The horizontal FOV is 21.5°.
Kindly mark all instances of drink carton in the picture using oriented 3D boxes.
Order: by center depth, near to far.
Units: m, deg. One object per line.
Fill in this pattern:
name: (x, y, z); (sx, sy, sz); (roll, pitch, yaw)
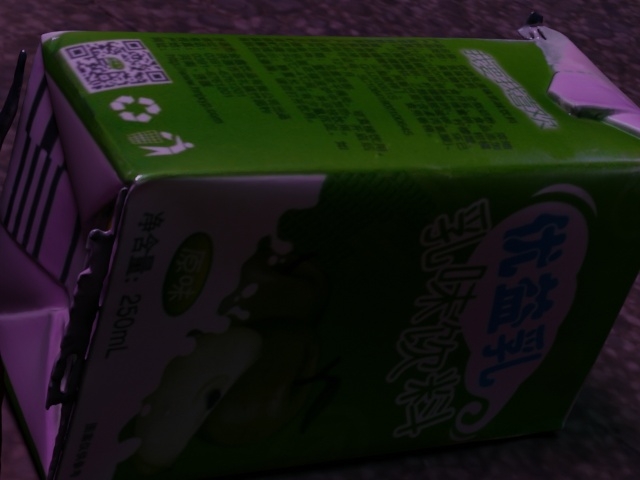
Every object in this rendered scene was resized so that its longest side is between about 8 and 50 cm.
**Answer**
drink carton: (0.000, 0.000, 0.691); (0.271, 0.161, 0.108); (-3, 39, -32)

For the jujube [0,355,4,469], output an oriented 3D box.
jujube: (-0.187, 0.061, 0.456); (0.223, 0.223, 0.318); (17, 20, -5)
